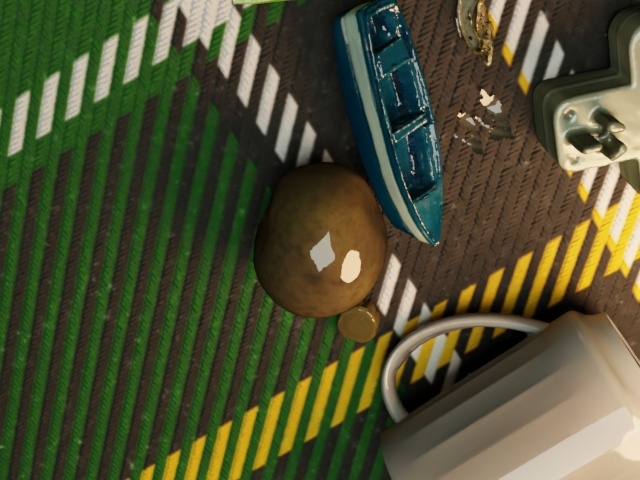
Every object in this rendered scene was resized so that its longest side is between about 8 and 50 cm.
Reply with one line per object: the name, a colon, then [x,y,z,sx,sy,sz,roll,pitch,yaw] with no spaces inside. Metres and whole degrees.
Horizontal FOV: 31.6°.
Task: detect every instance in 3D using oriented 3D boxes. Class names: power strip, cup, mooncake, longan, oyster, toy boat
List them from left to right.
longan: [0.000,0.000,1.328,0.167,0.167,0.187,-6,118,-2]
toy boat: [0.083,-0.130,1.310,0.061,0.096,0.299,-2,113,36]
mooncake: [0.121,-0.019,1.391,0.347,0.057,0.150,-41,108,15]
oyster: [0.187,-0.253,1.287,0.038,0.081,0.083,-18,151,-20]
cup: [0.250,0.222,1.431,0.327,0.237,0.323,-35,81,12]
power strip: [0.393,-0.151,1.311,0.261,0.141,0.229,-13,113,-2]

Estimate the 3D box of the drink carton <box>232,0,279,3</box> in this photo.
drink carton: [0.029,-0.349,1.208,0.271,0.108,0.161,-5,113,-3]
